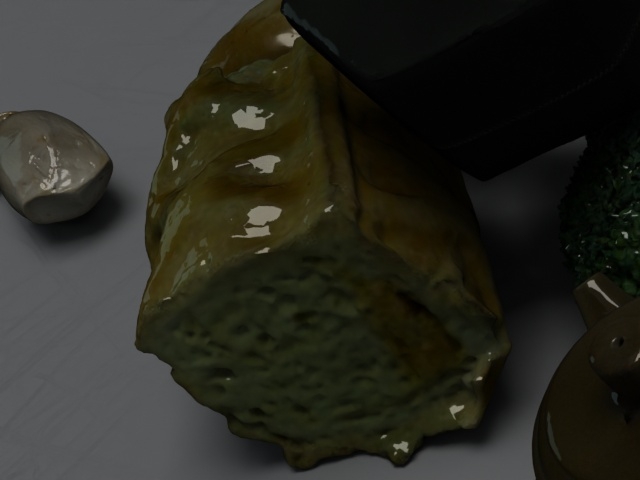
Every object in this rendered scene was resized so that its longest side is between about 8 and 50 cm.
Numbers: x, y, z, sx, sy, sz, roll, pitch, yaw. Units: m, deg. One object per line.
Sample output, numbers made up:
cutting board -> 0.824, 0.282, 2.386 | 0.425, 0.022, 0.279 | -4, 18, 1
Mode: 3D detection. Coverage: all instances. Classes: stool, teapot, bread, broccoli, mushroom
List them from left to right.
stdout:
mushroom -> -0.259, -0.070, 1.173 | 0.212, 0.088, 0.097 | 21, 86, 50
bread -> -0.006, 0.002, 0.868 | 0.196, 0.238, 0.252 | -49, 19, 32
stool -> 0.102, -0.163, 0.774 | 0.232, 0.141, 0.232 | -20, 54, 31
broccoli -> 0.249, -0.012, 0.812 | 0.194, 0.194, 0.220 | -20, 13, 3
teapot -> 0.180, 0.105, 0.573 | 0.185, 0.175, 0.268 | -40, 30, 11

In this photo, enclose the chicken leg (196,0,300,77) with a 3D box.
chicken leg -> 0.081, -0.147, 0.972 | 0.429, 0.201, 0.153 | -13, 72, 38
